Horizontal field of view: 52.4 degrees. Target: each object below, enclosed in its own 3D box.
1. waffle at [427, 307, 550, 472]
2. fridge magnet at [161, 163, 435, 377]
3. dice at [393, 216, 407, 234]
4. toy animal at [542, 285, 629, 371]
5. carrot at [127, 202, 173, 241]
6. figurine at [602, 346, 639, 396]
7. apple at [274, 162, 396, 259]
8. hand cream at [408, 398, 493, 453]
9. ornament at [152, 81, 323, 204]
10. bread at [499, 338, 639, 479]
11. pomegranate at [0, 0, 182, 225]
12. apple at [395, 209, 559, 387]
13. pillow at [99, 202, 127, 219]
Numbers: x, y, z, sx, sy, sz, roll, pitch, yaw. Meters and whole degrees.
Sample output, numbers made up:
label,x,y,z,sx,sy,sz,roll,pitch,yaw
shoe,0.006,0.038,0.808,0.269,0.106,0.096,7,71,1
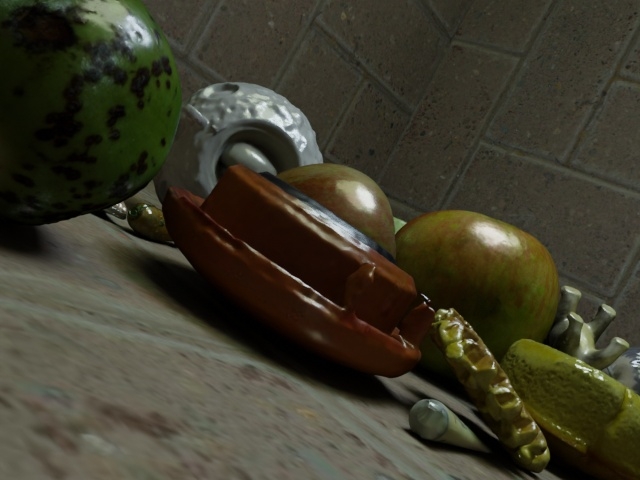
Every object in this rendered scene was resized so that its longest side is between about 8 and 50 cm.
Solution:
label,x,y,z,sx,sy,sz,roll,pitch,yaw
waffle,0.199,0.170,0.814,0.253,0.056,0.249,48,8,-50
fridge magnet,-0.026,0.034,0.792,0.363,0.155,0.363,34,2,-1
dice,0.196,0.097,1.588,0.250,0.252,0.254,29,-2,-22
toy animal,0.469,0.187,1.199,0.121,0.169,0.233,26,13,5
carrot,-0.228,-0.010,1.025,0.049,0.049,0.254,29,-3,19
figurine,0.592,0.263,1.214,0.266,0.361,0.377,56,-17,-21
apple,0.000,0.000,1.082,0.234,0.257,0.257,2,7,-13
hand cream,0.137,0.197,0.683,0.061,0.039,0.143,26,-6,37
ornament,-0.167,-0.146,1.297,0.337,0.337,0.337,29,0,0
bread,0.378,0.263,0.977,0.270,0.148,0.270,32,-2,2
pomegranate,-0.252,-0.121,0.564,0.254,0.254,0.270,29,33,-8
apple,0.265,0.108,1.212,0.339,0.339,0.339,29,0,0
pillow,-0.375,-0.091,0.981,0.126,0.043,0.232,35,-6,-39
